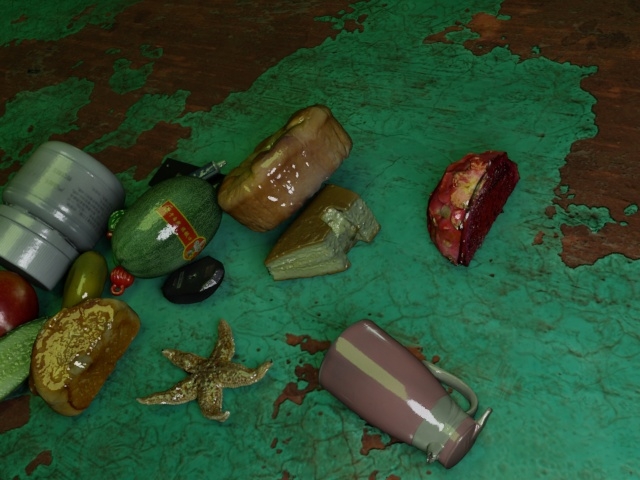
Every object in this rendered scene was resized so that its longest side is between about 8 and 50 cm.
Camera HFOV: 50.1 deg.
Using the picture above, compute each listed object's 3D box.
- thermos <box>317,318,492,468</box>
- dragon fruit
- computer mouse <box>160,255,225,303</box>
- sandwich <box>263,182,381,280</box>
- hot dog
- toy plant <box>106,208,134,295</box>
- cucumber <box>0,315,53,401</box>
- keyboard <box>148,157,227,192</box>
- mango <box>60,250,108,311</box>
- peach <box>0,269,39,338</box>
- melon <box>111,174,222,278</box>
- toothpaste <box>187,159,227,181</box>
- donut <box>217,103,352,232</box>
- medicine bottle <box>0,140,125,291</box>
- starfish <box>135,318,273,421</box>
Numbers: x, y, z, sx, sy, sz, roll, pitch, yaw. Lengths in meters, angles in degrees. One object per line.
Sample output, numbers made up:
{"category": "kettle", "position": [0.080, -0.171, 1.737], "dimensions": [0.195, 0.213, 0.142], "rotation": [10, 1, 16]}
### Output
{"category": "thermos", "position": [0.147, 0.257, 1.146], "dimensions": [0.265, 0.146, 0.176], "rotation": [33, 44, 30]}
{"category": "dragon fruit", "position": [0.286, -0.077, 1.363], "dimensions": [0.189, 0.163, 0.262], "rotation": [-7, 44, 54]}
{"category": "computer mouse", "position": [-0.272, 0.093, 1.499], "dimensions": [0.172, 0.057, 0.099], "rotation": [-16, 48, 27]}
{"category": "sandwich", "position": [0.000, 0.000, 1.422], "dimensions": [0.128, 0.122, 0.236], "rotation": [25, 67, 40]}
{"category": "hot dog", "position": [-0.508, 0.226, 1.429], "dimensions": [0.153, 0.150, 0.257], "rotation": [18, 61, 21]}
{"category": "toy plant", "position": [-0.422, 0.012, 1.605], "dimensions": [0.154, 0.088, 0.240], "rotation": [-11, 59, -8]}
{"category": "cucumber", "position": [-0.660, 0.261, 1.493], "dimensions": [0.244, 0.063, 0.115], "rotation": [-39, 83, -7]}
{"category": "keyboard", "position": [-0.297, -0.139, 1.718], "dimensions": [0.317, 0.027, 0.106], "rotation": [19, 65, 33]}
{"category": "mango", "position": [-0.534, 0.114, 1.553], "dimensions": [0.122, 0.085, 0.191], "rotation": [-30, 47, 43]}
{"category": "peach", "position": [-0.737, 0.172, 1.576], "dimensions": [0.190, 0.192, 0.190], "rotation": [-27, 12, 6]}
{"category": "melon", "position": [-0.327, -0.037, 1.508], "dimensions": [0.182, 0.182, 0.288], "rotation": [30, 68, 37]}
{"category": "toothpaste", "position": [-0.317, -0.147, 1.693], "dimensions": [0.197, 0.035, 0.057], "rotation": [-29, 45, 5]}
{"category": "donut", "position": [-0.080, -0.155, 1.492], "dimensions": [0.317, 0.150, 0.299], "rotation": [-38, 11, 21]}
{"category": "medicine bottle", "position": [-0.645, -0.057, 1.642], "dimensions": [0.245, 0.245, 0.306], "rotation": [16, 65, 32]}
{"category": "starfish", "position": [-0.221, 0.255, 1.338], "dimensions": [0.277, 0.062, 0.236], "rotation": [-20, 47, 8]}
